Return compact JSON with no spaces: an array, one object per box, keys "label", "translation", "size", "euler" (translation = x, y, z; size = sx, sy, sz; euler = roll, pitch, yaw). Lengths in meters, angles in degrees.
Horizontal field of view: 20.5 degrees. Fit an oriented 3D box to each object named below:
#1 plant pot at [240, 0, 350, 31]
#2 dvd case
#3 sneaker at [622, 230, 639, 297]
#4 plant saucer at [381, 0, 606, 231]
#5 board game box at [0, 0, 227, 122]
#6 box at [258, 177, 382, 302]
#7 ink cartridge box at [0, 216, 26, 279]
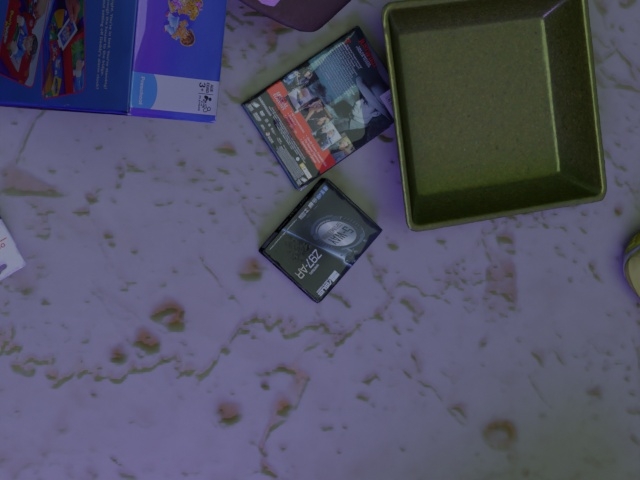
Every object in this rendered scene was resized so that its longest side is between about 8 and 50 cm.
[{"label":"plant pot","translation":[-0.008,-0.293,1.349],"size":[0.263,0.263,0.229],"euler":[31,103,-15]},{"label":"dvd case","translation":[0.006,-0.110,1.468],"size":[0.119,0.013,0.087],"euler":[-36,102,-9]},{"label":"sneaker","translation":[0.371,0.075,1.519],"size":[0.240,0.126,0.091],"euler":[32,86,-14]},{"label":"plant saucer","translation":[0.139,-0.114,1.480],"size":[0.188,0.045,0.188],"euler":[-9,97,-20]},{"label":"board game box","translation":[-0.161,-0.265,1.295],"size":[0.078,0.233,0.347],"euler":[3,94,-41]},{"label":"box","translation":[0.000,0.000,1.472],"size":[0.067,0.018,0.083],"euler":[43,83,-13]},{"label":"ink cartridge box","translation":[-0.273,-0.006,1.395],"size":[0.048,0.028,0.083],"euler":[-31,101,-10]}]
